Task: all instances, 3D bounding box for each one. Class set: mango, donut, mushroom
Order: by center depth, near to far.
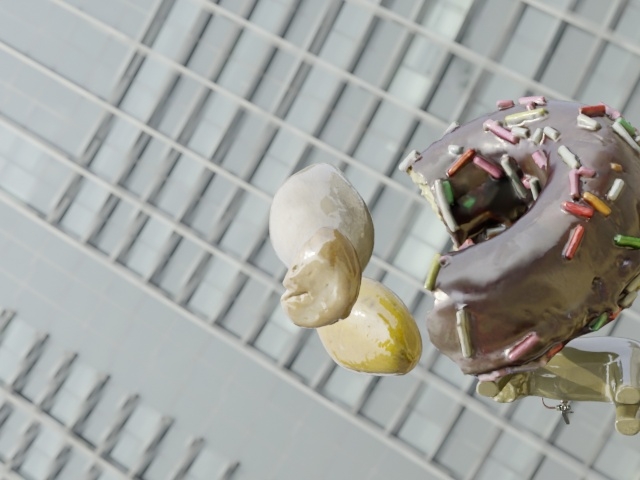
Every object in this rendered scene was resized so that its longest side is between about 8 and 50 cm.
[{"bbox_3d":[-0.001,-0.001,1.382,0.097,0.212,0.088,-31,-63,14],"label":"mushroom"},{"bbox_3d":[0.219,-0.027,1.586,0.259,0.345,0.136,-28,-58,19],"label":"donut"},{"bbox_3d":[0.070,0.121,2.106,0.098,0.195,0.137,-20,-59,-32],"label":"mango"}]

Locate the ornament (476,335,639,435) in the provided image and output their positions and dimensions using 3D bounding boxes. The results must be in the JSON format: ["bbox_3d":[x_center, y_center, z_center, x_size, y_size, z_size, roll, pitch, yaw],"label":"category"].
[{"bbox_3d":[0.232,0.132,1.634,0.245,0.230,0.061,-41,-50,-70],"label":"ornament"}]

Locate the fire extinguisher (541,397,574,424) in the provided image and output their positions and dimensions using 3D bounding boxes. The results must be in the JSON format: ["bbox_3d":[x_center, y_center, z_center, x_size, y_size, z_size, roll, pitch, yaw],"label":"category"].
[{"bbox_3d":[0.261,0.115,1.738,0.035,0.049,0.173,151,122,-68],"label":"fire extinguisher"}]
